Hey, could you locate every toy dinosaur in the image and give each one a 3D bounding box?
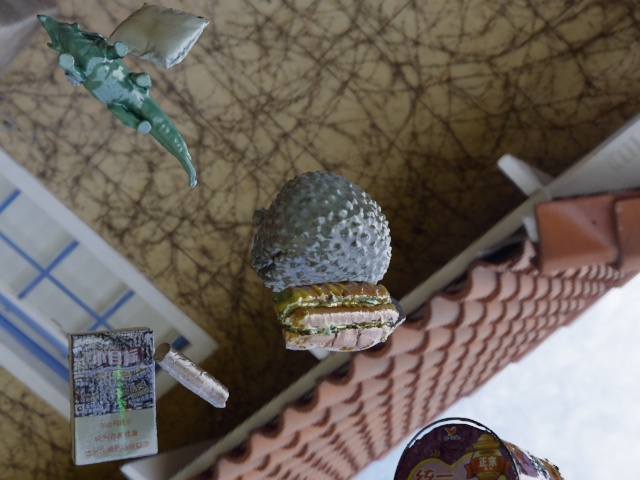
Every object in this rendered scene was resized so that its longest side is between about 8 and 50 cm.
[{"bbox_3d":[-0.260,-0.197,1.062,0.079,0.292,0.120,-48,-177,-9],"label":"toy dinosaur"}]

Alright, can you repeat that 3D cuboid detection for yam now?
[{"bbox_3d":[-0.257,0.276,1.623,0.056,0.241,0.057,-15,-130,19],"label":"yam"}]

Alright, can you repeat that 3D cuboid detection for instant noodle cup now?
[{"bbox_3d":[0.356,0.563,1.687,0.339,0.265,0.340,-25,-125,40],"label":"instant noodle cup"}]

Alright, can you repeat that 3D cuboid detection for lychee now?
[{"bbox_3d":[0.000,0.000,1.508,0.255,0.274,0.255,-62,177,-6],"label":"lychee"}]

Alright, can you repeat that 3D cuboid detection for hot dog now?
[{"bbox_3d":[0.029,0.118,1.237,0.072,0.115,0.268,-20,170,37],"label":"hot dog"}]

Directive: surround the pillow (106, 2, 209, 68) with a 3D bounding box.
[{"bbox_3d":[-0.320,-0.403,1.557,0.229,0.051,0.128,25,-108,40],"label":"pillow"}]

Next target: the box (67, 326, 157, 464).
[{"bbox_3d":[-0.506,0.372,1.942,0.084,0.198,0.311,177,-89,-67],"label":"box"}]

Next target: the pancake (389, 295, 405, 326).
[{"bbox_3d":[0.109,0.157,1.866,0.190,0.184,0.020,-57,163,-64],"label":"pancake"}]
